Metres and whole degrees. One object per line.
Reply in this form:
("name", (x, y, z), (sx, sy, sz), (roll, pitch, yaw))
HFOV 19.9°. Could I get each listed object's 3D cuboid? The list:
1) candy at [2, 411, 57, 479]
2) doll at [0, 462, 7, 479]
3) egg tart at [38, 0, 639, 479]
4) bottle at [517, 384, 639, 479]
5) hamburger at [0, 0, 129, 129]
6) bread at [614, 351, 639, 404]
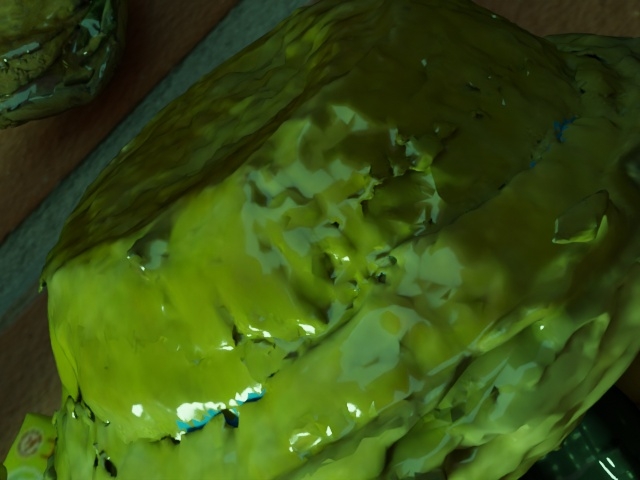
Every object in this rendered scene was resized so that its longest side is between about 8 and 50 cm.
("candy", (-0.143, 0.238, 0.965), (0.146, 0.088, 0.276), (8, 63, 37))
("doll", (-0.292, 0.143, 1.024), (0.363, 0.160, 0.182), (-21, 49, 64))
("egg tart", (0.000, 0.000, 0.866), (0.388, 0.169, 0.388), (-32, 22, 15))
("bottle", (0.048, 0.168, 0.867), (0.271, 0.143, 0.156), (-35, 7, 9))
("hamburger", (-0.171, -0.143, 1.259), (0.102, 0.087, 0.176), (4, 54, 21))
("bread", (0.230, 0.015, 0.889), (0.305, 0.091, 0.142), (-10, 36, 26))
